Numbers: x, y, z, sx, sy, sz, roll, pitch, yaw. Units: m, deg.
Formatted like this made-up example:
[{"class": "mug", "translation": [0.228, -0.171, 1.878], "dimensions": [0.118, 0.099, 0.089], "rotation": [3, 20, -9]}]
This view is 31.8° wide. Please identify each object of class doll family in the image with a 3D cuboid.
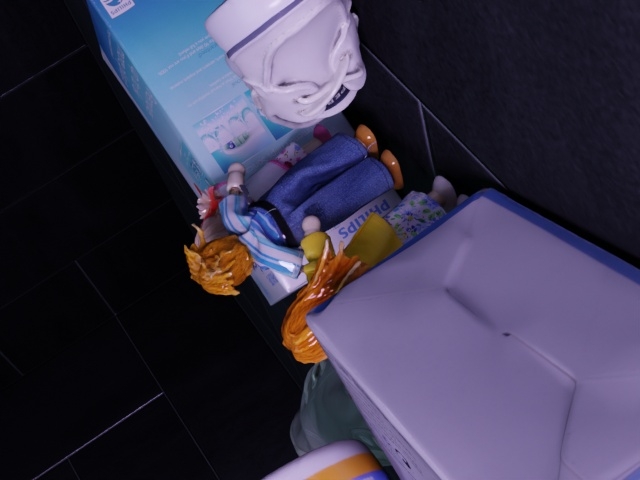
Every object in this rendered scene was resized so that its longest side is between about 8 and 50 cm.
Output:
[{"class": "doll family", "translation": [0.000, 0.000, 0.766], "dimensions": [0.263, 0.163, 0.118], "rotation": [40, 158, 32]}]

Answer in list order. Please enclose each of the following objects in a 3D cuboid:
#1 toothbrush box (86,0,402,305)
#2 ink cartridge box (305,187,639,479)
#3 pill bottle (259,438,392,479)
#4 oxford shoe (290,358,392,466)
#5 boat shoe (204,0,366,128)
[{"class": "toothbrush box", "translation": [-0.069, -0.099, 0.991], "dimensions": [0.295, 0.126, 0.216], "rotation": [55, 171, 0]}, {"class": "ink cartridge box", "translation": [0.175, 0.196, 0.644], "dimensions": [0.395, 0.151, 0.270], "rotation": [62, 171, -27]}, {"class": "pill bottle", "translation": [0.041, 0.275, 0.703], "dimensions": [0.272, 0.152, 0.152], "rotation": [54, 171, 20]}, {"class": "oxford shoe", "translation": [0.056, 0.127, 1.013], "dimensions": [0.130, 0.169, 0.449], "rotation": [53, 164, -1]}, {"class": "boat shoe", "translation": [-0.014, -0.119, 0.726], "dimensions": [0.088, 0.096, 0.267], "rotation": [52, 173, -1]}]
